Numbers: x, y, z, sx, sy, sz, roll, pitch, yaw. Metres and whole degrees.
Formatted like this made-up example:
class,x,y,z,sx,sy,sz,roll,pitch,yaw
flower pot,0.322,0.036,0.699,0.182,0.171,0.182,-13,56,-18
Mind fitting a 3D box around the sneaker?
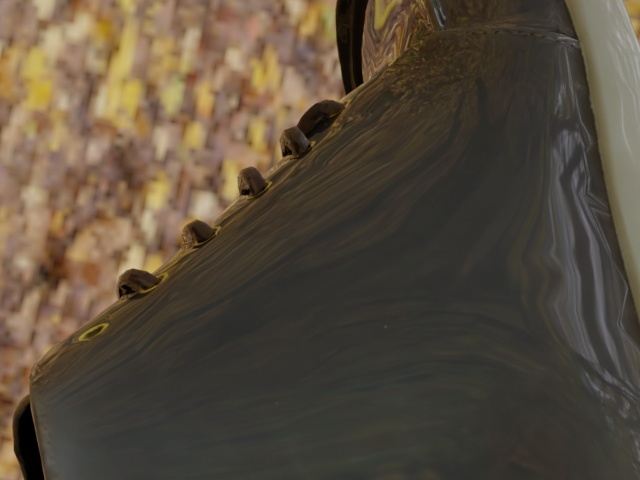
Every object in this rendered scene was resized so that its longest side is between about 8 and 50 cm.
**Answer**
class,x,y,z,sx,sy,sz,roll,pitch,yaw
sneaker,0.000,0.000,0.376,0.222,0.118,0.083,-103,-167,-50
